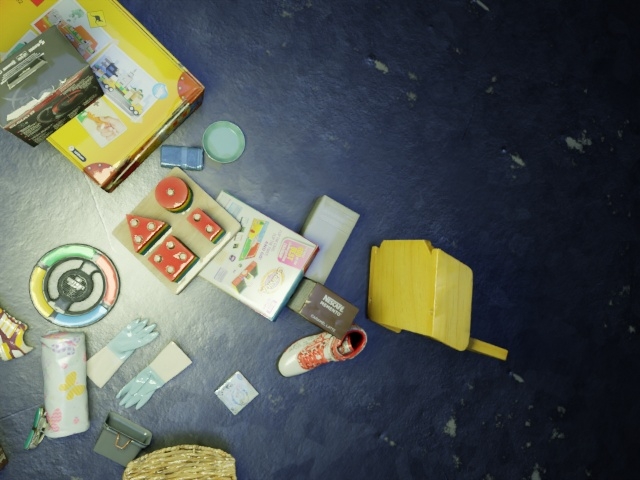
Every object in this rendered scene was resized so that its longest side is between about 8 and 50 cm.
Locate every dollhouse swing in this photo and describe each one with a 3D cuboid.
[{"bbox_3d":[0.351,0.166,1.702,0.305,0.347,0.314,5,88,-23],"label":"dollhouse swing"}]

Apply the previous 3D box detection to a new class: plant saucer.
[{"bbox_3d":[-0.278,-0.281,1.715,0.120,0.021,0.119,0,90,-14],"label":"plant saucer"}]

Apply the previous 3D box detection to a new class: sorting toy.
[{"bbox_3d":[-0.394,-0.034,1.600,0.255,0.089,0.257,42,85,9],"label":"sorting toy"}]

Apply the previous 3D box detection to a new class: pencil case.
[{"bbox_3d":[-0.669,0.373,1.566,0.114,0.124,0.272,-3,91,-41],"label":"pencil case"}]

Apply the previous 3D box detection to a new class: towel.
[{"bbox_3d":[-0.390,-0.232,1.684,0.120,0.029,0.067,4,88,-14],"label":"towel"}]

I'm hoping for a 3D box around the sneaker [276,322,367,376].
[{"bbox_3d":[0.006,0.316,1.712,0.270,0.145,0.090,-25,95,-12],"label":"sneaker"}]

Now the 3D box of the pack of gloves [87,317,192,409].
[{"bbox_3d":[-0.503,0.337,1.651,0.232,0.046,0.195,-42,98,0],"label":"pack of gloves"}]

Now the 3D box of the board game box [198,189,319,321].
[{"bbox_3d":[-0.199,0.042,1.651,0.317,0.064,0.242,31,83,10],"label":"board game box"}]

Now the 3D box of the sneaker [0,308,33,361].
[{"bbox_3d":[-0.815,0.217,1.562,0.084,0.070,0.185,-20,100,-22],"label":"sneaker"}]

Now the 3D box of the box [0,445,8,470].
[{"bbox_3d":[-0.929,0.435,1.463,0.143,0.191,0.381,-22,95,-13],"label":"box"}]

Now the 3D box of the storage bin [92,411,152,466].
[{"bbox_3d":[-0.539,0.544,1.610,0.135,0.098,0.091,31,93,-11],"label":"storage bin"}]

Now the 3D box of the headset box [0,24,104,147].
[{"bbox_3d":[-0.605,-0.328,1.300,0.218,0.293,0.110,-41,99,-9],"label":"headset box"}]

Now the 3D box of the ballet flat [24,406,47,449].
[{"bbox_3d":[-0.748,0.499,1.588,0.041,0.041,0.114,19,85,-13],"label":"ballet flat"}]

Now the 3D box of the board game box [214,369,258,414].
[{"bbox_3d":[-0.241,0.436,1.715,0.090,0.020,0.090,-40,98,-10],"label":"board game box"}]

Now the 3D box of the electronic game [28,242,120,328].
[{"bbox_3d":[-0.658,0.121,1.605,0.230,0.048,0.229,0,89,-13],"label":"electronic game"}]

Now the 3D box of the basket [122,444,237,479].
[{"bbox_3d":[-0.388,0.688,1.632,0.300,0.223,0.213,1,56,-17],"label":"basket"}]

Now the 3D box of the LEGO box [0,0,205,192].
[{"bbox_3d":[-0.613,-0.429,1.548,0.500,0.193,0.372,44,80,-10],"label":"LEGO box"}]

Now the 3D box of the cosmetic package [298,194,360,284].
[{"bbox_3d":[0.000,0.000,1.740,0.127,0.107,0.237,31,85,-10],"label":"cosmetic package"}]

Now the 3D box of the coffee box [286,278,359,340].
[{"bbox_3d":[-0.003,0.185,1.660,0.141,0.246,0.098,34,82,-11],"label":"coffee box"}]
